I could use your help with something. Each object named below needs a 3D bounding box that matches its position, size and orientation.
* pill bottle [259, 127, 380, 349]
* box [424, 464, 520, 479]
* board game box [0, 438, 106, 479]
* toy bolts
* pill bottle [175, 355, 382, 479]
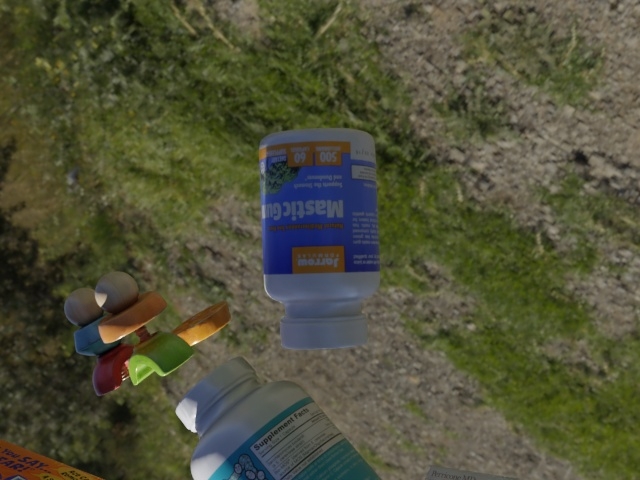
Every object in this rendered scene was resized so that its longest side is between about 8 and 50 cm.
[{"bbox_3d":[0.000,0.000,1.108,0.152,0.271,0.152,-2,177,0],"label":"pill bottle"},{"bbox_3d":[0.280,0.497,1.489,0.181,0.119,0.182,-4,134,40],"label":"box"},{"bbox_3d":[-0.570,0.515,1.222,0.357,0.356,0.356,16,106,15],"label":"board game box"},{"bbox_3d":[-0.276,0.112,1.292,0.229,0.218,0.158,-24,99,39],"label":"toy bolts"},{"bbox_3d":[-0.032,0.246,0.875,0.264,0.146,0.146,47,159,16],"label":"pill bottle"}]
